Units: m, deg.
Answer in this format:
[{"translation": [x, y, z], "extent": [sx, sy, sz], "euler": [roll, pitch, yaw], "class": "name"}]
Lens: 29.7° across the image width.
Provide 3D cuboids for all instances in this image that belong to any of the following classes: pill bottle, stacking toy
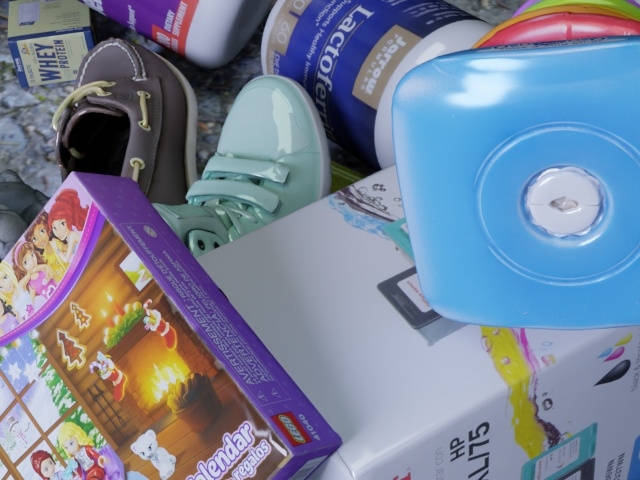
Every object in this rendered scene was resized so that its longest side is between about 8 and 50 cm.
[{"translation": [0.078, -0.129, 1.014], "extent": [0.153, 0.153, 0.265], "euler": [-29, 41, -22], "class": "pill bottle"}, {"translation": [-0.196, -0.312, 1.164], "extent": [0.323, 0.181, 0.181], "euler": [28, 50, 3], "class": "pill bottle"}, {"translation": [0.157, -0.091, 0.727], "extent": [0.175, 0.165, 0.302], "euler": [-2, 28, 17], "class": "stacking toy"}]

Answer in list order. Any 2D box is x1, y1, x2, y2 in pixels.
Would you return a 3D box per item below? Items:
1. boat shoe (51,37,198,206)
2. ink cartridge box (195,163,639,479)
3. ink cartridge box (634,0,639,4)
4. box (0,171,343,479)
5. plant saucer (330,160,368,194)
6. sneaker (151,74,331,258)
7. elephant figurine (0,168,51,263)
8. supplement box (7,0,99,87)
[{"translation": [-0.172, -0.079, 1.023], "extent": [0.117, 0.097, 0.324], "euler": [-36, 42, 20], "class": "boat shoe"}, {"translation": [0.084, 0.080, 0.784], "extent": [0.270, 0.198, 0.197], "euler": [-26, 48, -19], "class": "ink cartridge box"}, {"translation": [0.319, -0.149, 1.098], "extent": [0.239, 0.060, 0.275], "euler": [8, 45, 15], "class": "ink cartridge box"}, {"translation": [-0.151, 0.134, 0.681], "extent": [0.201, 0.293, 0.057], "euler": [49, 21, 21], "class": "box"}, {"translation": [0.000, 0.000, 0.985], "extent": [0.188, 0.045, 0.188], "euler": [26, 52, 28], "class": "plant saucer"}, {"translation": [-0.067, -0.029, 0.877], "extent": [0.094, 0.151, 0.255], "euler": [0, 70, 24], "class": "sneaker"}, {"translation": [-0.242, 0.087, 0.861], "extent": [0.169, 0.239, 0.186], "euler": [13, 18, 39], "class": "elephant figurine"}, {"translation": [-0.268, -0.205, 1.215], "extent": [0.083, 0.056, 0.083], "euler": [-9, 44, -4], "class": "supplement box"}]
